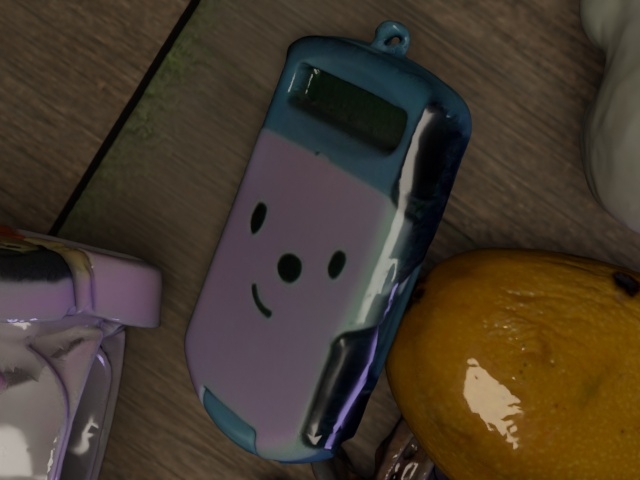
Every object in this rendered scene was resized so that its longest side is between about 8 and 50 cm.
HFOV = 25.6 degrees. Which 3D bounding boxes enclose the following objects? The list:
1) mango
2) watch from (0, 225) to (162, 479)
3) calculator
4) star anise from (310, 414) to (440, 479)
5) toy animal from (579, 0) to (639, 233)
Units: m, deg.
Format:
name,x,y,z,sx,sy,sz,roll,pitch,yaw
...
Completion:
name,x,y,z,sx,sy,sz,roll,pitch,yaw
mango,0.179,0.107,0.908,0.294,0.120,0.177,24,77,-11
watch,-0.218,0.104,0.884,0.196,0.244,0.231,14,93,2
calculator,0.000,0.000,0.899,0.051,0.173,0.293,12,103,-40
star anise,0.042,0.212,0.962,0.229,0.093,0.236,14,96,8
toy animal,0.240,-0.182,0.800,0.196,0.241,0.368,-3,99,3
